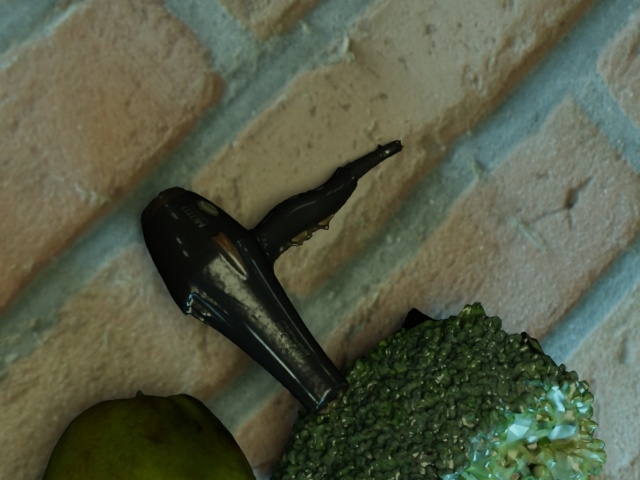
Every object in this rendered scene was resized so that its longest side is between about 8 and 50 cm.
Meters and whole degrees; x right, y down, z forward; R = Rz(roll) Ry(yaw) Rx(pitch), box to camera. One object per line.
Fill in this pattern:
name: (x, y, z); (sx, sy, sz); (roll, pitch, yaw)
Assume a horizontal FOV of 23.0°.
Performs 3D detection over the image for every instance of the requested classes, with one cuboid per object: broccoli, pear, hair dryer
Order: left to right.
pear: (-0.186, 0.319, 1.679); (0.269, 0.269, 0.321); (6, 71, -19)
hair dryer: (0.000, 0.000, 1.789); (0.303, 0.120, 0.359); (44, 61, 14)
broccoli: (0.135, 0.235, 1.781); (0.317, 0.277, 0.339); (17, 95, -38)
